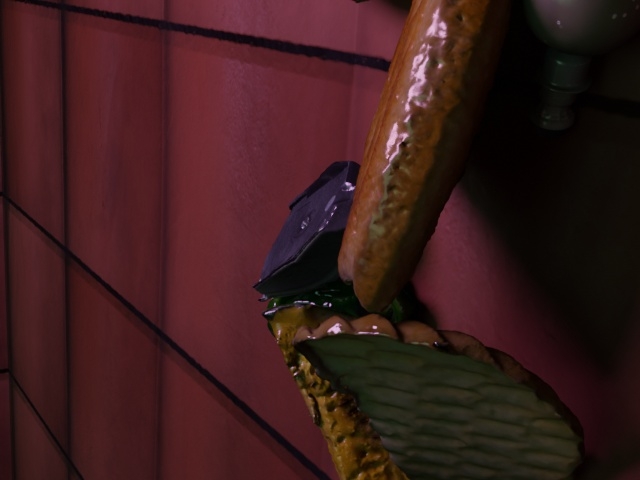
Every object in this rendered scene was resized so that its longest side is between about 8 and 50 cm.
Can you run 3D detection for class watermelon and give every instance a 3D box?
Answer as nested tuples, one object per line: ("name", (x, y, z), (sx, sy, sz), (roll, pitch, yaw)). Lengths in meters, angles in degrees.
("watermelon", (0.045, 0.184, 0.845), (0.123, 0.129, 0.301), (-21, 94, 49))

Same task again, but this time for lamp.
("lamp", (0.184, -0.144, 0.638), (0.091, 0.091, 0.163), (53, 153, 38))

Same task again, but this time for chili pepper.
("chili pepper", (0.016, 0.078, 0.940), (0.257, 0.074, 0.100), (-16, 91, 51))

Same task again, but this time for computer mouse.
("computer mouse", (0.003, -0.001, 0.920), (0.231, 0.071, 0.126), (-38, 26, 55))

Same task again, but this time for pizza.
("pizza", (0.090, -0.116, 0.654), (0.268, 0.087, 0.257), (-71, -2, -48))

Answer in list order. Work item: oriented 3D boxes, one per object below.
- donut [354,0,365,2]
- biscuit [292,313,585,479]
("donut", (0.047, -0.322, 0.802), (0.233, 0.085, 0.199), (54, 137, 37))
("biscuit", (0.116, 0.144, 0.700), (0.187, 0.036, 0.273), (-6, 134, 33))
